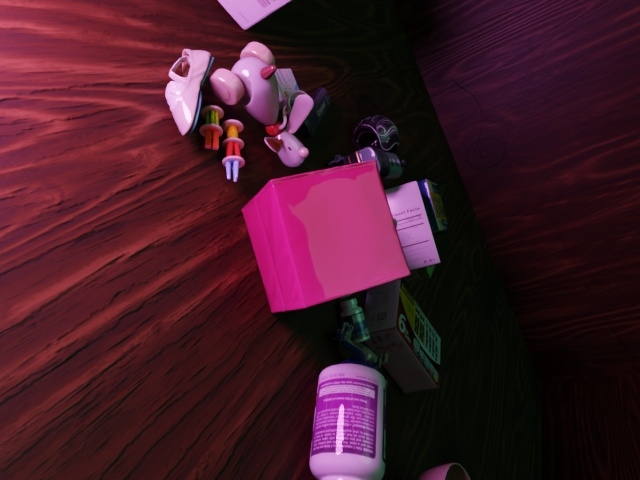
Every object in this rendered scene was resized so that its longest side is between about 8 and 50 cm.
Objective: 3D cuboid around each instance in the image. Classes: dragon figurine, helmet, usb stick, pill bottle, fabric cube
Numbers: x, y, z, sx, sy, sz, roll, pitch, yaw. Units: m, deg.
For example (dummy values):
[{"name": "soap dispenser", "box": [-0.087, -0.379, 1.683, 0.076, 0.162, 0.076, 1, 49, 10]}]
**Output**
[{"name": "dragon figurine", "box": [0.100, 0.357, 1.310, 0.085, 0.144, 0.289, -10, 102, -62]}, {"name": "helmet", "box": [0.218, -0.392, 1.868, 0.161, 0.169, 0.169, -30, 100, -44]}, {"name": "usb stick", "box": [-0.019, -0.421, 1.598, 0.077, 0.045, 0.278, 55, 33, -25]}, {"name": "pill bottle", "box": [0.094, 0.228, 1.393, 0.067, 0.067, 0.120, -7, 80, -60]}, {"name": "pill bottle", "box": [0.063, 0.450, 1.111, 0.169, 0.169, 0.301, 46, 38, -37]}, {"name": "fabric cube", "box": [0.000, 0.000, 1.090, 0.254, 0.259, 0.258, -16, 86, -23]}]

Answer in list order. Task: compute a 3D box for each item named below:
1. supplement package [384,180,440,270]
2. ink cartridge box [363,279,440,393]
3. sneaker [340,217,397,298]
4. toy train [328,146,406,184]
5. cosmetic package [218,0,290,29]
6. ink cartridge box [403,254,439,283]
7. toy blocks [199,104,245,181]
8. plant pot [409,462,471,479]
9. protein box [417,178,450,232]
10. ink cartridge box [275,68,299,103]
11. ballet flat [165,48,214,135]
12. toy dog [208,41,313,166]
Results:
[{"name": "supplement package", "box": [0.300, -0.037, 1.746, 0.177, 0.175, 0.293, 20, 54, -77]}, {"name": "ink cartridge box", "box": [0.269, 0.288, 1.595, 0.309, 0.130, 0.272, 53, 33, -28]}, {"name": "sneaker", "box": [0.095, 0.020, 1.392, 0.104, 0.295, 0.147, -6, 41, -45]}, {"name": "toy train", "box": [0.164, -0.233, 1.653, 0.334, 0.190, 0.142, -9, 82, -60]}, {"name": "cosmetic package", "box": [-0.169, -0.872, 1.313, 0.327, 0.329, 0.393, 39, 42, -43]}, {"name": "ink cartridge box", "box": [0.393, 0.087, 1.941, 0.062, 0.109, 0.209, 65, 30, -13]}, {"name": "toy blocks", "box": [-0.224, -0.218, 1.124, 0.123, 0.054, 0.148, 26, 52, -53]}, {"name": "plant pot", "box": [0.291, 0.750, 1.301, 0.284, 0.191, 0.284, 36, 45, -47]}, {"name": "protein box", "box": [0.369, -0.107, 1.918, 0.136, 0.200, 0.201, 2, 72, -59]}, {"name": "ink cartridge box", "box": [-0.132, -0.413, 1.356, 0.092, 0.090, 0.143, 66, 29, -9]}, {"name": "ballet flat", "box": [-0.294, -0.330, 1.062, 0.086, 0.086, 0.248, 42, 39, -41]}, {"name": "toy dog", "box": [-0.104, -0.324, 1.187, 0.334, 0.161, 0.220, 28, 80, -45]}]
